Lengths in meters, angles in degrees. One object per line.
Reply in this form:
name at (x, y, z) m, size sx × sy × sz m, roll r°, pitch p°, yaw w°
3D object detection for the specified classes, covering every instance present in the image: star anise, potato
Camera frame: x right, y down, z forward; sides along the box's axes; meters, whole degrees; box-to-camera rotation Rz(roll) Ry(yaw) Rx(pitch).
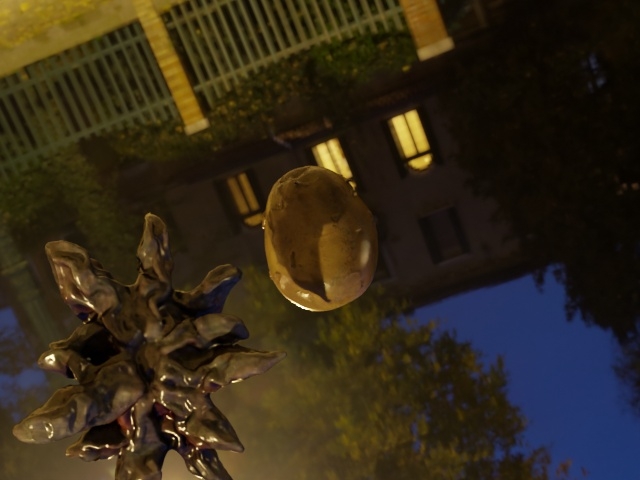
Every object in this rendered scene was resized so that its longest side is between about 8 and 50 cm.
star anise at (-0.148, 0.108, 0.766) m, size 0.212 × 0.283 × 0.129 m, roll 10°, pitch 157°, yaw -17°
potato at (0.000, 0.000, 1.022) m, size 0.137 × 0.176 × 0.137 m, roll -5°, pitch 161°, yaw -2°
